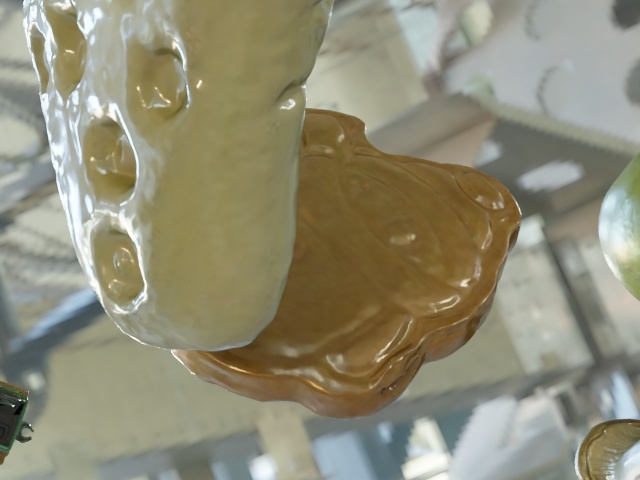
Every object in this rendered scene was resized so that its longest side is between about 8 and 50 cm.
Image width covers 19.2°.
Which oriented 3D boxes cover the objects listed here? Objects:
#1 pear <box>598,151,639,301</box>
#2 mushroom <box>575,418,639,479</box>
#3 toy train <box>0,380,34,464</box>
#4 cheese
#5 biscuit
[{"bbox_3d":[0.409,-0.020,2.003,0.212,0.212,0.269,-21,-3,-15],"label":"pear"},{"bbox_3d":[0.384,0.233,1.919,0.122,0.159,0.329,-53,12,-20],"label":"mushroom"},{"bbox_3d":[-0.407,0.174,2.053,0.228,0.091,0.136,25,-14,-25],"label":"toy train"},{"bbox_3d":[-0.079,-0.098,1.312,0.129,0.328,0.351,-6,-16,-34],"label":"cheese"},{"bbox_3d":[0.000,0.000,1.594,0.351,0.312,0.057,-31,-32,-36],"label":"biscuit"}]
